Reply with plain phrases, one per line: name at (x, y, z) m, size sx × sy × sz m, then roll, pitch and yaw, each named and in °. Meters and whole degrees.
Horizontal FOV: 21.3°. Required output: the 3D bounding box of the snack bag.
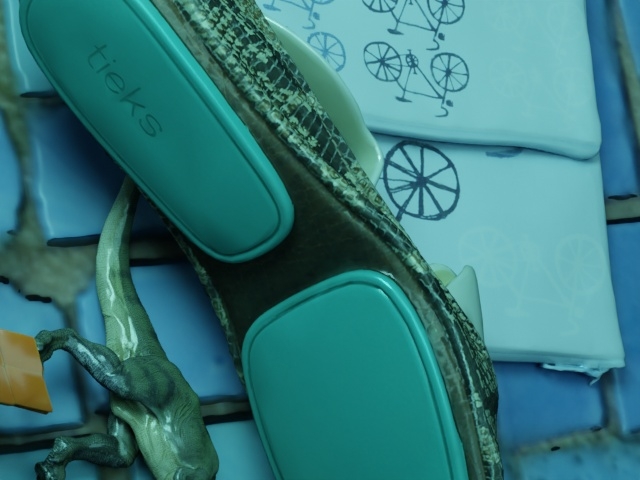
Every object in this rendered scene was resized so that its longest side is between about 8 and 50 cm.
snack bag at (0.072, -0.075, 1.185) m, size 0.323 × 0.037 × 0.342 m, roll 5°, pitch 75°, yaw -29°

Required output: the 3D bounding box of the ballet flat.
ballet flat at (0.000, 0.000, 1.036) m, size 0.483 × 0.164 × 0.182 m, roll 59°, pitch 37°, yaw -7°

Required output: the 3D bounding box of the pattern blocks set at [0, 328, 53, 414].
pattern blocks set at (-0.251, 0.162, 0.914) m, size 0.285 × 0.026 × 0.325 m, roll -39°, pitch 100°, yaw -20°

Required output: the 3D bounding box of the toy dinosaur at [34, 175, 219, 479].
toy dinosaur at (-0.119, 0.095, 1.018) m, size 0.118 × 0.064 × 0.268 m, roll -13°, pitch 79°, yaw -36°
